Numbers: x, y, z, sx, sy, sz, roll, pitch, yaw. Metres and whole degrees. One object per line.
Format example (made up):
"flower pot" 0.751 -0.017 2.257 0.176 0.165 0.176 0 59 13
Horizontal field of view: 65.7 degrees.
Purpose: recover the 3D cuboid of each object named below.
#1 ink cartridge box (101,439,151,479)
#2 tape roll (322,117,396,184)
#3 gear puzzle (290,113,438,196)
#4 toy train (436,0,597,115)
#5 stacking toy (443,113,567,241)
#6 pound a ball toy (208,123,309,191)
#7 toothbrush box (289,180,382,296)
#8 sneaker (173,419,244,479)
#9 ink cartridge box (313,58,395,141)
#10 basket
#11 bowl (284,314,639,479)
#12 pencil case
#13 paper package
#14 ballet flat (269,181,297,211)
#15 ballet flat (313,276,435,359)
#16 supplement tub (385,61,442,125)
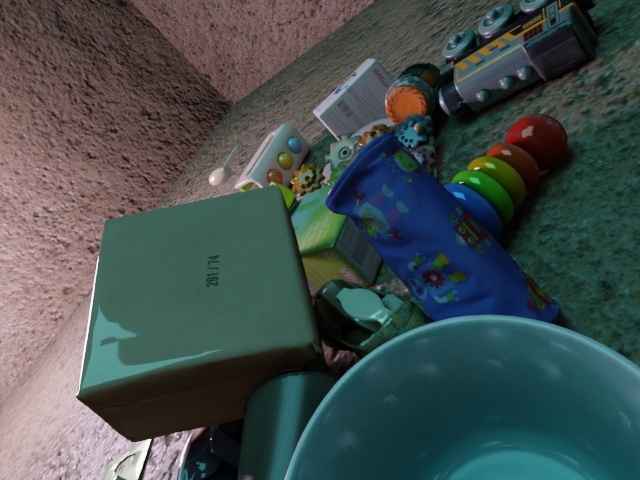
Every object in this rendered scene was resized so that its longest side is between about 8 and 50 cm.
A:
"ink cartridge box" -0.439 0.517 0.999 0.171 0.056 0.235 -36 29 20
"tape roll" 0.110 -0.193 1.196 0.219 0.072 0.219 -35 27 21
"gear puzzle" 0.079 -0.174 1.074 0.339 0.044 0.175 -11 64 25
"toy train" 0.380 -0.377 0.998 0.334 0.142 0.190 -22 43 41
"stacking toy" 0.250 -0.068 0.745 0.330 0.141 0.141 -44 25 -8
"pound a ball toy" -0.174 -0.244 1.542 0.136 0.208 0.319 -19 35 44
"toothbrush box" 0.000 0.000 1.020 0.283 0.122 0.206 -19 37 47
"sneaker" -0.116 0.288 0.763 0.127 0.126 0.321 -34 26 36
"ink cartridge box" 0.111 -0.364 1.349 0.212 0.154 0.093 -43 24 8
"basket" -0.030 0.306 0.581 0.226 0.154 0.204 -85 18 -46
"bowl" 0.137 0.231 0.377 0.312 0.163 0.311 -23 44 24
"pencil case" 0.138 0.016 0.596 0.119 0.306 0.133 -39 -5 -44
"paper package" -0.170 0.099 0.751 0.310 0.168 0.324 -11 46 -4
"ballet flat" -0.135 -0.029 1.037 0.077 0.077 0.230 -4 49 56
"ballet flat" 0.052 0.111 0.748 0.123 0.123 0.349 -51 20 -12
"supplement tub" 0.219 -0.336 1.150 0.117 0.117 0.190 -26 17 35
